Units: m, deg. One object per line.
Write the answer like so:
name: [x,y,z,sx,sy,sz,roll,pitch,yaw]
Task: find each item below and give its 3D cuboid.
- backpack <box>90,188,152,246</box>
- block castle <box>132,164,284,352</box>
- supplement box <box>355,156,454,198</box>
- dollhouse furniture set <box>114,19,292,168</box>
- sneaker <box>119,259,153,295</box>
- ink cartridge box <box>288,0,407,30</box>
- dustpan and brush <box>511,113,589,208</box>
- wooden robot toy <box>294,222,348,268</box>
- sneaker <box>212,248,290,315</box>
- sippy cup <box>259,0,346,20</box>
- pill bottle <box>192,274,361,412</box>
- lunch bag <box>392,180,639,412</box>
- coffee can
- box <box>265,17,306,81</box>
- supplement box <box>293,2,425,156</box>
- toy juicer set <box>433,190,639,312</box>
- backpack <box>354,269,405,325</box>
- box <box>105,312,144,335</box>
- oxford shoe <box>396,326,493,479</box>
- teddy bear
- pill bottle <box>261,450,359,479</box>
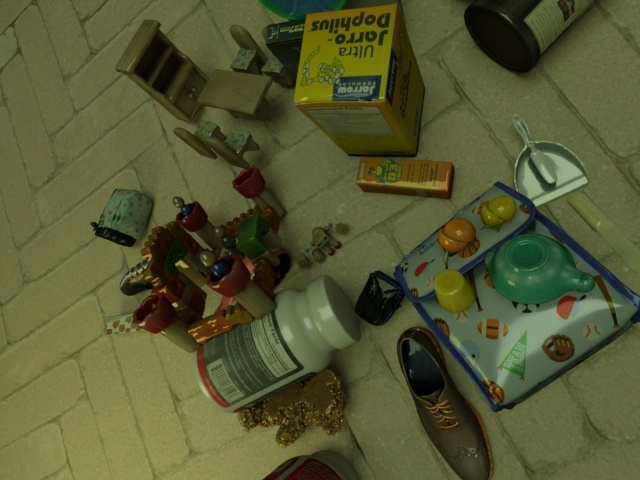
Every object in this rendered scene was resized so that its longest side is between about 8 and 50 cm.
backpack: [-0.641,-0.079,1.362,0.115,0.152,0.182,11,76,18]
block castle: [-0.270,0.018,1.033,0.303,0.213,0.453,-26,35,19]
supplement box: [0.211,-0.158,1.044,0.233,0.080,0.078,7,84,25]
dollhouse furniture set: [-0.327,-0.454,1.171,0.394,0.256,0.362,20,80,30]
sneaker: [-0.493,0.133,1.287,0.281,0.106,0.162,-36,75,14]
ink cartridge box: [0.064,-0.639,1.098,0.270,0.197,0.198,-12,80,21]
dustpan and brush: [0.490,-0.192,0.941,0.147,0.060,0.211,-28,74,17]
wooden robot toy: [0.000,0.000,1.132,0.173,0.076,0.079,-46,34,11]
sneaker: [-0.220,0.129,1.185,0.136,0.116,0.314,40,93,32]
sippy cup: [-0.033,-0.664,0.925,0.306,0.240,0.224,13,77,-18]
pill bottle: [-0.100,0.242,0.985,0.363,0.210,0.210,-30,73,13]
lunch bag: [0.375,0.098,0.869,0.328,0.239,0.385,-41,54,14]
coffee can: [0.491,-0.547,0.909,0.275,0.201,0.201,-47,69,10]
box: [-0.009,-0.488,1.090,0.183,0.233,0.059,3,83,22]
supplement box: [0.110,-0.338,0.956,0.194,0.356,0.195,6,86,22]
toy juicer set: [0.364,0.013,0.728,0.329,0.089,0.209,-11,52,27]
backpack: [0.151,0.148,1.018,0.098,0.101,0.120,32,102,25]
box: [-0.537,0.254,1.310,0.324,0.067,0.063,-11,80,22]
oxford shoe: [0.264,0.375,0.926,0.130,0.133,0.363,-31,73,16]
teddy bear: [-0.081,0.412,1.087,0.338,0.113,0.245,-27,56,18]
pill bottle: [-0.056,0.609,0.881,0.229,0.408,0.229,-3,83,23]
